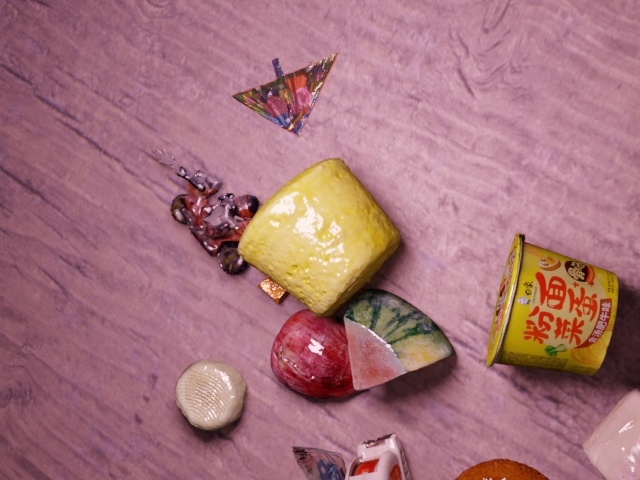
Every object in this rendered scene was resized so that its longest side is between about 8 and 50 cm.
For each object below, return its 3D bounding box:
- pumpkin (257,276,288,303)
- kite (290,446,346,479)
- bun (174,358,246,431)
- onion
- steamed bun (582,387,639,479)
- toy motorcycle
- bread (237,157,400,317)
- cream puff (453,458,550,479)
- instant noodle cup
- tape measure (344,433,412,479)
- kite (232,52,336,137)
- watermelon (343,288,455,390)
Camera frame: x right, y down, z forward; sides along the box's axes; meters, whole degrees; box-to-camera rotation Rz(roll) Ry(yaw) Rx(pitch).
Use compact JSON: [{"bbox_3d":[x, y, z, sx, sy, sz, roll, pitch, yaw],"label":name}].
[{"bbox_3d":[-0.114,0.120,1.925,0.074,0.054,0.083,43,81,13],"label":"pumpkin"},{"bbox_3d":[0.016,0.634,1.812,0.335,0.011,0.314,46,134,40],"label":"kite"},{"bbox_3d":[-0.292,0.413,1.944,0.195,0.118,0.195,-1,88,14],"label":"bun"},{"bbox_3d":[0.001,0.307,1.842,0.283,0.120,0.227,21,100,19],"label":"onion"},{"bbox_3d":[0.758,0.500,1.499,0.383,0.236,0.247,38,102,17],"label":"steamed bun"},{"bbox_3d":[-0.306,-0.103,1.960,0.401,0.134,0.207,44,102,14],"label":"toy motorcycle"},{"bbox_3d":[0.000,0.000,1.742,0.348,0.348,0.308,-44,80,13],"label":"bread"},{"bbox_3d":[0.423,0.633,1.632,0.303,0.212,0.303,2,99,16],"label":"cream puff"},{"bbox_3d":[0.508,0.154,1.588,0.221,0.311,0.311,13,92,9],"label":"instant noodle cup"},{"bbox_3d":[0.147,0.626,1.717,0.130,0.265,0.258,-17,90,22],"label":"tape measure"},{"bbox_3d":[-0.084,-0.389,1.950,0.321,0.016,0.234,-18,82,18],"label":"kite"},{"bbox_3d":[0.162,0.253,1.768,0.261,0.213,0.201,44,118,22],"label":"watermelon"}]
